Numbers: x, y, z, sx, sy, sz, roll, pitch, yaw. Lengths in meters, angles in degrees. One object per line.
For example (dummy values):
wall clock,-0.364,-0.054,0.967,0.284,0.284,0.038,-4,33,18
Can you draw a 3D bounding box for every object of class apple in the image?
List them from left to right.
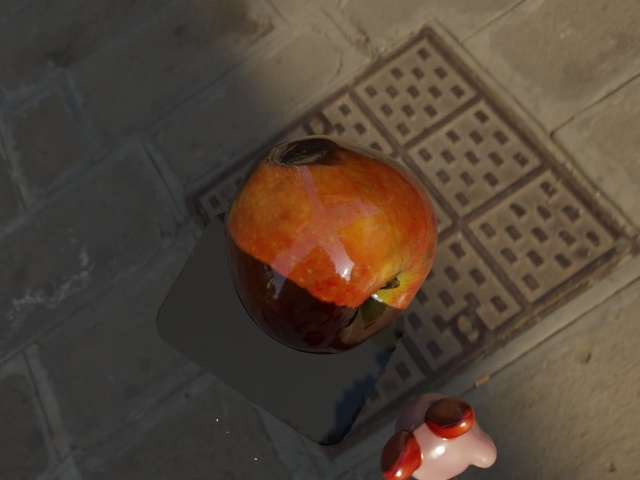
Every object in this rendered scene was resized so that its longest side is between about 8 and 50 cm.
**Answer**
apple,0.000,0.000,0.700,0.229,0.230,0.230,-6,67,15

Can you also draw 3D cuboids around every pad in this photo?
pad,-0.083,0.164,1.069,0.375,0.063,0.315,30,88,18

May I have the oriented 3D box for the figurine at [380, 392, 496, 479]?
figurine,0.286,0.487,1.669,0.269,0.261,0.211,-41,40,9
